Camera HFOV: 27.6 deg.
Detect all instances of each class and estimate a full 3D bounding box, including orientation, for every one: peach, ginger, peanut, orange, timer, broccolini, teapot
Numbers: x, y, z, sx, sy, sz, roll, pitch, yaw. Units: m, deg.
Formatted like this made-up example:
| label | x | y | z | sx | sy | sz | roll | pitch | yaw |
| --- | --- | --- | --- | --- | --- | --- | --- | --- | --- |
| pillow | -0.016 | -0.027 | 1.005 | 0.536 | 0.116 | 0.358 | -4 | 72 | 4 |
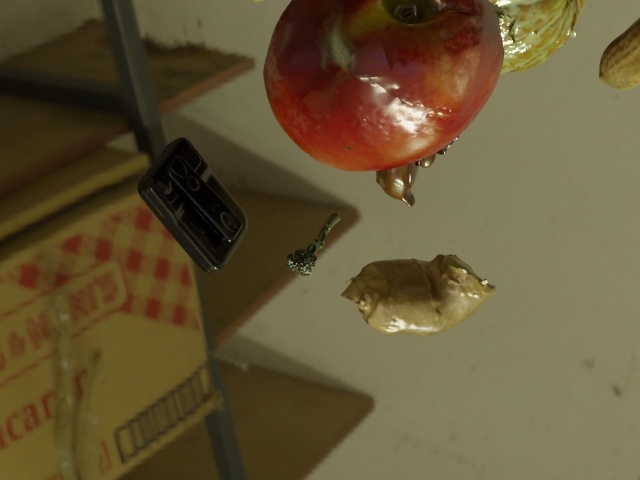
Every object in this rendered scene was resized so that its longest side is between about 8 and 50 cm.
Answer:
| label | x | y | z | sx | sy | sz | roll | pitch | yaw |
| --- | --- | --- | --- | --- | --- | --- | --- | --- | --- |
| peach | 0.072 | -0.213 | 1.634 | 0.281 | 0.338 | 0.281 | 4 | -112 | -10 |
| ginger | 0.161 | 0.092 | 2.200 | 0.267 | 0.152 | 0.138 | -11 | -139 | -12 |
| peanut | 0.555 | -0.326 | 2.230 | 0.108 | 0.095 | 0.226 | -22 | 170 | -30 |
| orange | 0.297 | -0.431 | 2.098 | 0.249 | 0.329 | 0.329 | 10 | -144 | 31 |
| timer | -0.190 | -0.057 | 2.025 | 0.055 | 0.187 | 0.144 | -24 | -156 | 35 |
| broccolini | 0.001 | -0.001 | 1.980 | 0.044 | 0.042 | 0.218 | 21 | -152 | 10 |
| teapot | 0.117 | -0.111 | 1.763 | 0.078 | 0.129 | 0.098 | 5 | -162 | 6 |
